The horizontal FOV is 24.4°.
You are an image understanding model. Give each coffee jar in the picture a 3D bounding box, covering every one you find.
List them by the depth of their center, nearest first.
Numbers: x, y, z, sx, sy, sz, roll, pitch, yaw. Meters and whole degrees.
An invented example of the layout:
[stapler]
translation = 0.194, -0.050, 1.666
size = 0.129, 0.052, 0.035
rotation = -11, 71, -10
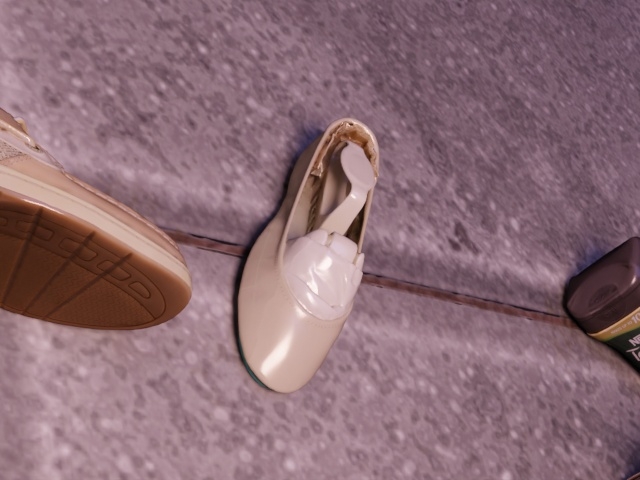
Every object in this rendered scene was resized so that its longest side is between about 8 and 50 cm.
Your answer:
[coffee jar]
translation = 0.312, 0.081, 1.339
size = 0.184, 0.096, 0.079
rotation = 39, 37, -16

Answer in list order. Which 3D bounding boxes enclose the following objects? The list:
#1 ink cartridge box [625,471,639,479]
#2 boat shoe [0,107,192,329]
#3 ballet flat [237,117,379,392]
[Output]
[ink cartridge box]
translation = 0.389, 0.308, 1.212
size = 0.271, 0.130, 0.310
rotation = -2, 63, -45
[boat shoe]
translation = -0.207, -0.040, 0.891
size = 0.302, 0.109, 0.098
rotation = 25, 46, -23
[ballet flat]
translation = 0.000, 0.000, 1.090
size = 0.086, 0.086, 0.248
rotation = 36, 41, -21
